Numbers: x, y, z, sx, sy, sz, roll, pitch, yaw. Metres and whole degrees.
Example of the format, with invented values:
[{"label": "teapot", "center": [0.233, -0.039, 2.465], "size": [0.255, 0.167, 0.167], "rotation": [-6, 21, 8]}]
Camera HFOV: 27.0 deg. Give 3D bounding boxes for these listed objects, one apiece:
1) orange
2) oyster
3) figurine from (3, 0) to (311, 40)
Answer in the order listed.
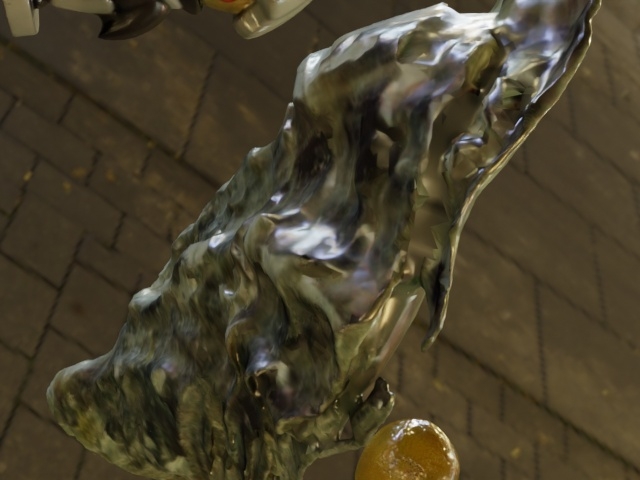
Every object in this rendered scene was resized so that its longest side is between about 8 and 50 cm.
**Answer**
[{"label": "orange", "center": [0.074, 0.200, 1.155], "size": [0.085, 0.095, 0.085], "rotation": [42, 11, -11]}, {"label": "oyster", "center": [0.003, 0.002, 0.429], "size": [0.087, 0.199, 0.252], "rotation": [29, -8, -16]}, {"label": "figurine", "center": [-0.106, -0.226, 0.933], "size": [0.236, 0.176, 0.133], "rotation": [-5, 13, -7]}]
